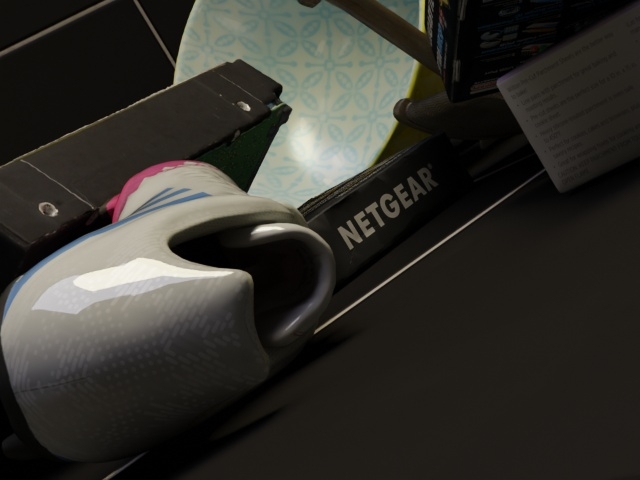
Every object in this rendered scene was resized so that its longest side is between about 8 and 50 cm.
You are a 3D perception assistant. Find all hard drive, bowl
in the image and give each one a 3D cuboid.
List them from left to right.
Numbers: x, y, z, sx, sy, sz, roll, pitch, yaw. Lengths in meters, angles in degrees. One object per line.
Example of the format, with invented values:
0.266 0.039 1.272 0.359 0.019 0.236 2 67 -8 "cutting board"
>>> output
-0.153 0.024 1.009 0.339 0.064 0.237 -37 -21 -58 "hard drive"
0.027 -0.131 1.297 0.289 0.289 0.156 -28 -30 37 "bowl"

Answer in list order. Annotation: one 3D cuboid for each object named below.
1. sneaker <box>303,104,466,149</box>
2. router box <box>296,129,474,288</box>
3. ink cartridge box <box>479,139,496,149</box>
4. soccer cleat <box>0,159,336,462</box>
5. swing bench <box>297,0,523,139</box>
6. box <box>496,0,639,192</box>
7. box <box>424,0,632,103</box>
0.047 -0.109 1.430 0.286 0.130 0.109 -31 2 -15 "sneaker"
0.000 0.000 1.009 0.133 0.046 0.179 -27 6 41 "router box"
0.168 -0.168 1.248 0.060 0.180 0.104 8 26 29 "ink cartridge box"
-0.050 0.024 0.773 0.143 0.116 0.331 -15 11 13 "soccer cleat"
0.095 -0.169 0.976 0.165 0.254 0.253 -38 4 -7 "swing bench"
0.219 -0.114 0.650 0.324 0.067 0.063 -29 4 41 "box"
0.162 -0.142 0.753 0.220 0.051 0.175 -14 -15 -1 "box"
